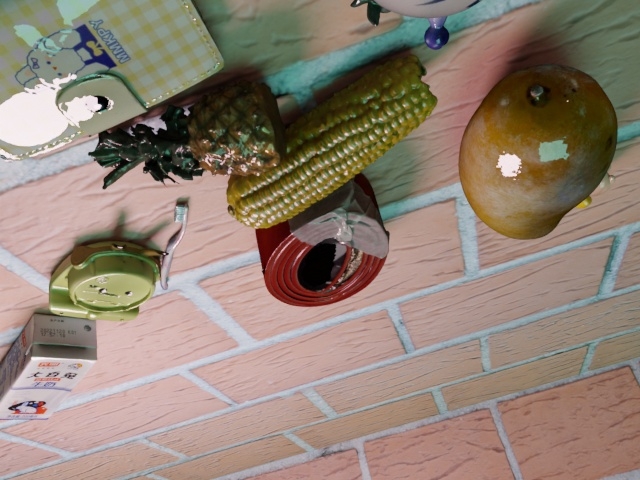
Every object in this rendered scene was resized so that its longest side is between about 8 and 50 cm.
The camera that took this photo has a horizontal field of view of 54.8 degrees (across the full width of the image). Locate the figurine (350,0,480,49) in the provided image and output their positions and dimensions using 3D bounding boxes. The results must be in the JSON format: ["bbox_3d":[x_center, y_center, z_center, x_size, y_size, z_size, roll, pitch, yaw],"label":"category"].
[{"bbox_3d":[0.117,-0.347,0.524,0.261,0.186,0.382,-14,155,-18],"label":"figurine"}]

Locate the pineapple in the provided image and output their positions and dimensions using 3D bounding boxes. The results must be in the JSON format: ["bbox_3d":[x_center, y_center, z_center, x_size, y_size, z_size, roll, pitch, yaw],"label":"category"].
[{"bbox_3d":[-0.174,-0.132,0.820,0.248,0.128,0.128,-11,149,6],"label":"pineapple"}]

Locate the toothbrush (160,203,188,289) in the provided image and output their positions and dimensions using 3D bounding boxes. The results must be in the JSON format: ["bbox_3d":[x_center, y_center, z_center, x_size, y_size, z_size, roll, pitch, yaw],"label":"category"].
[{"bbox_3d":[-0.265,0.018,1.106,0.027,0.021,0.269,11,142,-15],"label":"toothbrush"}]

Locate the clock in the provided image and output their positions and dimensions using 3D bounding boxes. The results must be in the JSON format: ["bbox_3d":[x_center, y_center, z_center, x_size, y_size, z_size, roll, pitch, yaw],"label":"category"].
[{"bbox_3d":[-0.364,0.063,1.090,0.170,0.069,0.232,14,139,-37],"label":"clock"}]

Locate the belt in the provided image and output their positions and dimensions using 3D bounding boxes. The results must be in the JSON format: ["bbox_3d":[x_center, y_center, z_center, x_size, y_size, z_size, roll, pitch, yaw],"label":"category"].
[{"bbox_3d":[0.000,0.000,1.093,0.228,0.115,0.323,-8,147,-11],"label":"belt"}]

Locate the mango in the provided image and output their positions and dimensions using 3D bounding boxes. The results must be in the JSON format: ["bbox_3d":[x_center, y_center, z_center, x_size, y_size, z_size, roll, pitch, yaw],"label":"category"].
[{"bbox_3d":[0.327,-0.121,0.950,0.222,0.198,0.384,-20,149,6],"label":"mango"}]

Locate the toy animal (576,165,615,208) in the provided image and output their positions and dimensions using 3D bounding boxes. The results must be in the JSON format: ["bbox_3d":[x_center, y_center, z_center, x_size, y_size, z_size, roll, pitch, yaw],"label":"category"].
[{"bbox_3d":[0.495,-0.123,1.143,0.082,0.091,0.114,-35,168,-19],"label":"toy animal"}]

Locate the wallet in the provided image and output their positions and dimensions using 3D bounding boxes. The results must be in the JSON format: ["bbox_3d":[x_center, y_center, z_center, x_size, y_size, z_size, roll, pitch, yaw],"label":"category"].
[{"bbox_3d":[-0.282,-0.212,0.696,0.310,0.077,0.223,-19,145,6],"label":"wallet"}]

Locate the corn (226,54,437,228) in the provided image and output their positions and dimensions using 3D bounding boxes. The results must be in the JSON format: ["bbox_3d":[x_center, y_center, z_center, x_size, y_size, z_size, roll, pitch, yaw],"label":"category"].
[{"bbox_3d":[0.003,-0.132,0.888,0.363,0.120,0.120,-34,143,24],"label":"corn"}]

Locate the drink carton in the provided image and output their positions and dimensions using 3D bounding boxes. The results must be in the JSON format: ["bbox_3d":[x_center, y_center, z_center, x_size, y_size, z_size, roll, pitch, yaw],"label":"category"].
[{"bbox_3d":[-0.589,0.272,1.303,0.131,0.106,0.315,11,139,-37],"label":"drink carton"}]
